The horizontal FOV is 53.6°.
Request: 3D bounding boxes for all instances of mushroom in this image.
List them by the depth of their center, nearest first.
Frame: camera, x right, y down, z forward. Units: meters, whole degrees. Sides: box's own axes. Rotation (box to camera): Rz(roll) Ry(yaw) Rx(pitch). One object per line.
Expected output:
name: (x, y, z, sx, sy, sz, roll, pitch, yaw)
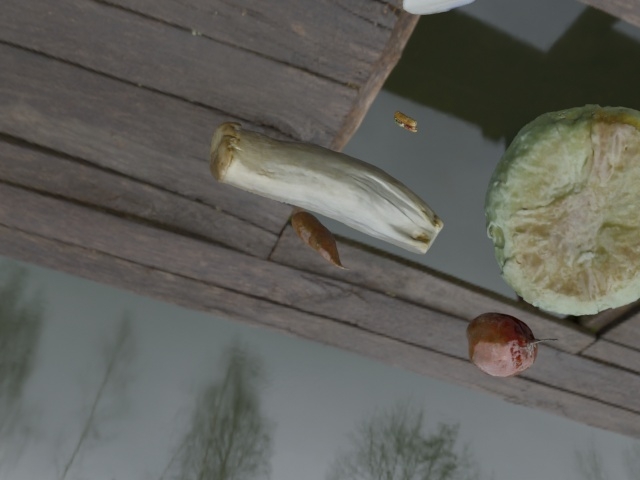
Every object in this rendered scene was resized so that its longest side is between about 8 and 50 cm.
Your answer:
mushroom: (0.008, -0.073, 0.900, 0.351, 0.123, 0.095, 20, 124, -6)

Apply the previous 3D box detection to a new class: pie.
pie: (0.377, -0.043, 0.896, 0.306, 0.071, 0.307, 4, 101, 20)

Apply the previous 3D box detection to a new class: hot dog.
hot dog: (0.202, -0.286, 1.526, 0.021, 0.083, 0.037, -33, 133, -17)

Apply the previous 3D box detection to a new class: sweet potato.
sweet potato: (0.000, 0.000, 1.183, 0.056, 0.195, 0.056, -17, 127, -23)

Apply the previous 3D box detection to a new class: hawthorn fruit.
hawthorn fruit: (0.191, 0.098, 0.618, 0.066, 0.067, 0.103, 32, 147, -28)

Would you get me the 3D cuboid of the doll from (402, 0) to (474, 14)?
doll: (0.262, -0.574, 1.118, 0.348, 0.423, 0.161, -23, 149, 6)
